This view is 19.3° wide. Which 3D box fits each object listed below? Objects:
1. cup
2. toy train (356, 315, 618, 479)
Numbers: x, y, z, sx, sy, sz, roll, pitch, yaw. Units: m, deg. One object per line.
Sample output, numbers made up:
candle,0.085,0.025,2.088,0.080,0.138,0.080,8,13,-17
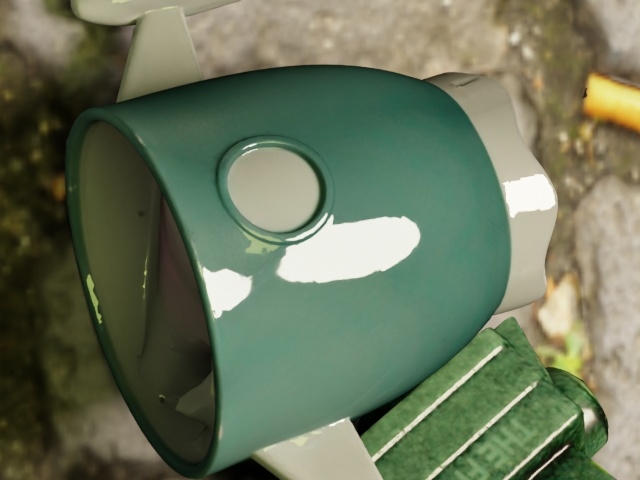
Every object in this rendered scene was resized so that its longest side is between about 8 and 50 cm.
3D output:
cup,0.000,0.000,0.794,0.173,0.167,0.300,-17,73,-23
toy train,0.029,0.192,0.819,0.330,0.178,0.138,-39,146,-20
